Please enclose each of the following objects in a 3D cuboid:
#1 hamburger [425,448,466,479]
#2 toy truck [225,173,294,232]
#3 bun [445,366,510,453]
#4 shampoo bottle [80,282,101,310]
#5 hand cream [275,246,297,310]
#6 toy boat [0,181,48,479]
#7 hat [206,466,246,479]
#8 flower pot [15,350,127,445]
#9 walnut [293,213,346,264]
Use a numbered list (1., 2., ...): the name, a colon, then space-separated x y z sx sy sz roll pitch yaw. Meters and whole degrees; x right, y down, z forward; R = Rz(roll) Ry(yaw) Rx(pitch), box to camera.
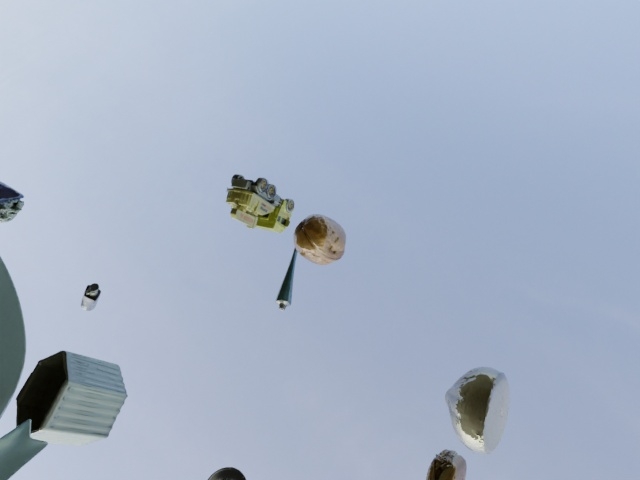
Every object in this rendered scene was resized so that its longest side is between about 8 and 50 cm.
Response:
1. hamburger: 0.326 0.631 1.103 0.083 0.138 0.147 13 -86 42
2. toy truck: -0.204 -0.108 1.405 0.124 0.272 0.157 13 -100 27
3. bun: 0.258 0.280 0.715 0.094 0.138 0.138 4 -115 38
4. shampoo bottle: -0.904 0.221 1.657 0.208 0.057 0.063 -41 -153 48
5. hand cream: -0.096 0.111 1.303 0.048 0.083 0.224 15 -124 -5
6. toy boat: -0.311 0.071 0.320 0.220 0.291 0.067 -31 -169 -37
7. hat: -0.231 0.599 1.021 0.121 0.050 0.121 -2 -83 -13
8. flower pot: -0.688 0.439 1.169 0.209 0.189 0.239 -48 -136 2
9. walnut: 0.000 0.000 1.248 0.144 0.180 0.144 -25 -125 40
